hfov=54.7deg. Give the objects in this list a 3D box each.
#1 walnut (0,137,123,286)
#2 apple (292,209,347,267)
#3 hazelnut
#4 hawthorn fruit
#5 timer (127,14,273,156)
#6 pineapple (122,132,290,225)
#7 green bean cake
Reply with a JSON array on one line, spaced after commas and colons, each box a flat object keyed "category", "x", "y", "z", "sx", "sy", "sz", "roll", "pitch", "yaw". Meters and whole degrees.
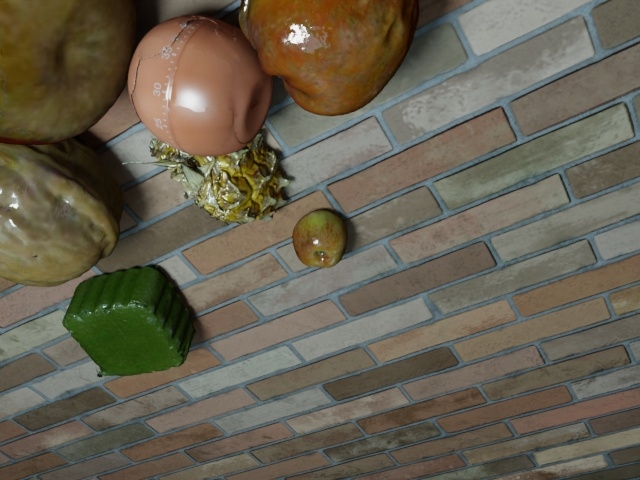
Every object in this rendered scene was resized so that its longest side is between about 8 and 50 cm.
[{"category": "walnut", "x": -0.549, "y": -0.064, "z": 1.201, "sx": 0.306, "sy": 0.306, "sz": 0.344, "roll": -30, "pitch": 125, "yaw": 26}, {"category": "apple", "x": -0.002, "y": -0.002, "z": 1.347, "sx": 0.126, "sy": 0.102, "sz": 0.126, "roll": 2, "pitch": 130, "yaw": 2}, {"category": "hazelnut", "x": -0.474, "y": -0.348, "z": 0.932, "sx": 0.359, "sy": 0.359, "sz": 0.409, "roll": 9, "pitch": 123, "yaw": -4}, {"category": "hawthorn fruit", "x": 0.034, "y": -0.352, "z": 0.947, "sx": 0.298, "sy": 0.277, "sz": 0.277, "roll": -26, "pitch": 125, "yaw": 11}, {"category": "timer", "x": -0.201, "y": -0.260, "z": 1.052, "sx": 0.214, "sy": 0.230, "sz": 0.230, "roll": 22, "pitch": 132, "yaw": 11}, {"category": "pineapple", "x": -0.182, "y": -0.139, "z": 1.204, "sx": 0.334, "sy": 0.158, "sz": 0.161, "roll": 34, "pitch": 125, "yaw": -22}, {"category": "green bean cake", "x": -0.462, "y": 0.202, "z": 1.520, "sx": 0.246, "sy": 0.156, "sz": 0.250, "roll": -13, "pitch": 128, "yaw": 13}]
